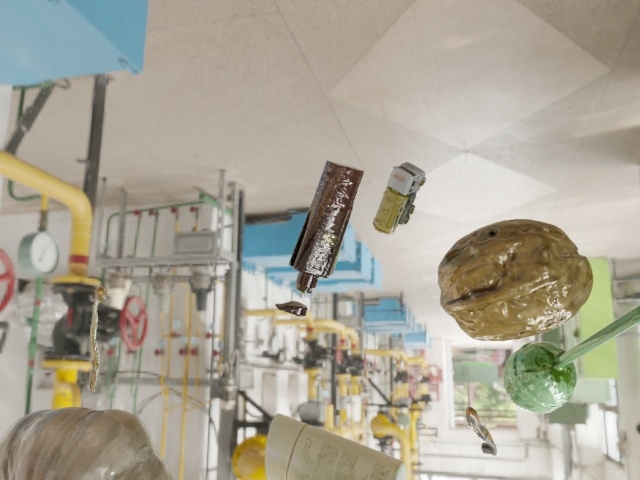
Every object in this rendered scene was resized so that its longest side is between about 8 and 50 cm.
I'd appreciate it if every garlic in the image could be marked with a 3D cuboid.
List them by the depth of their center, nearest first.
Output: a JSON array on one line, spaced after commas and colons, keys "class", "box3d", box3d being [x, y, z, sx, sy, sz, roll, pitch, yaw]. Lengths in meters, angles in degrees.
[{"class": "garlic", "box3d": [-0.360, 0.399, 0.973, 0.321, 0.241, 0.322, -2, 126, -2]}]

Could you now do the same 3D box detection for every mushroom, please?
[{"class": "mushroom", "box3d": [-0.389, 0.181, 1.079, 0.028, 0.026, 0.286, -20, 142, -41]}]

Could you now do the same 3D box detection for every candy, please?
[{"class": "candy", "box3d": [0.410, 0.151, 0.943, 0.119, 0.119, 0.440, 3, 147, -14]}]

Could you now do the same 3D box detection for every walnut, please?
[{"class": "walnut", "box3d": [0.306, 0.063, 1.015, 0.244, 0.198, 0.198, -24, 158, 24]}]

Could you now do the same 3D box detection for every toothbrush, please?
[{"class": "toothbrush", "box3d": [0.283, 0.338, 1.095, 0.031, 0.023, 0.321, -2, 151, 19]}]

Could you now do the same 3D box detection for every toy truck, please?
[{"class": "toy truck", "box3d": [0.133, -0.071, 1.087, 0.052, 0.123, 0.062, 35, -147, 27]}]

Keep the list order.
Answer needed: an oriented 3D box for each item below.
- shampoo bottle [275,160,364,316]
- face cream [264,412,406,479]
[{"class": "shampoo bottle", "box3d": [-0.002, 0.000, 0.931, 0.068, 0.237, 0.067, 19, -171, 6]}, {"class": "face cream", "box3d": [0.016, 0.529, 1.424, 0.348, 0.174, 0.081, 10, 171, 33]}]
